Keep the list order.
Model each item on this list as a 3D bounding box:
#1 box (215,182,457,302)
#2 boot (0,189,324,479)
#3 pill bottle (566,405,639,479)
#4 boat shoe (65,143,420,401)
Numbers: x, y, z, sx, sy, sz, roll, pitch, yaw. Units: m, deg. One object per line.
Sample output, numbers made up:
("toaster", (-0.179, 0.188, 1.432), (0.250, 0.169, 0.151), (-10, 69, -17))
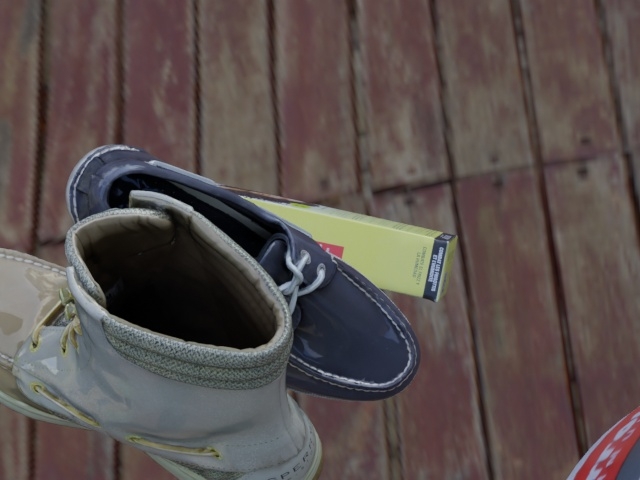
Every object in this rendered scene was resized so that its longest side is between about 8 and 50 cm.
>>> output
("box", (0.000, 0.000, 1.714), (0.232, 0.087, 0.058), (13, 96, 7))
("boot", (-0.098, 0.031, 0.867), (0.213, 0.165, 0.077), (26, 65, 18))
("pill bottle", (0.193, 0.129, 0.657), (0.210, 0.363, 0.210), (6, 71, -17))
("boat shoe", (-0.033, 0.022, 0.967), (0.206, 0.065, 0.075), (33, 84, -13))
